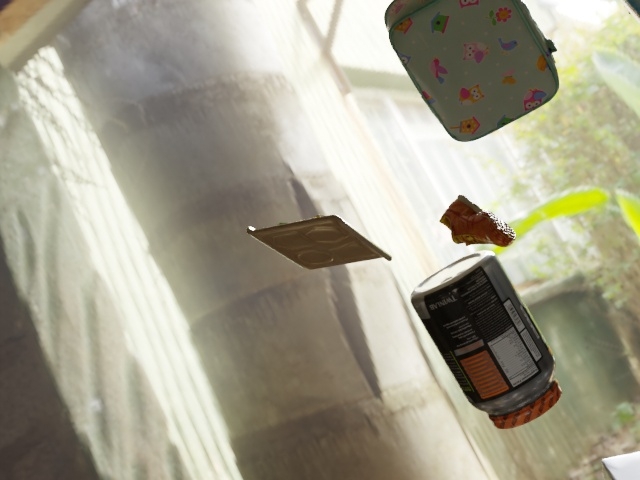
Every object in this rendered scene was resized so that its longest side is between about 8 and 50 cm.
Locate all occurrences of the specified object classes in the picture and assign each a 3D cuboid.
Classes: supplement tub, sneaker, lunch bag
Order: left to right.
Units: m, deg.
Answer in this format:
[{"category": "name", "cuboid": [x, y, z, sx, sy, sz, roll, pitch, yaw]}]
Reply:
[{"category": "lunch bag", "cuboid": [0.251, -0.306, 1.564, 0.224, 0.108, 0.279, -30, -55, 15]}, {"category": "sneaker", "cuboid": [0.227, -0.014, 1.397, 0.067, 0.064, 0.175, -54, 19, 3]}, {"category": "supplement tub", "cuboid": [0.328, 0.195, 1.889, 0.194, 0.316, 0.193, -30, 6, 3]}]

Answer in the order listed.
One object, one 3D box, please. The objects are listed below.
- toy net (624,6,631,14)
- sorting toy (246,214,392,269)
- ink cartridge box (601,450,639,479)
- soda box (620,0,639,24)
[{"category": "toy net", "cuboid": [0.578, -0.505, 1.940, 0.232, 0.122, 0.045, 7, -18, -18]}, {"category": "sorting toy", "cuboid": [0.000, 0.000, 1.752, 0.208, 0.038, 0.193, -6, -24, 32]}, {"category": "ink cartridge box", "cuboid": [0.474, 0.444, 1.282, 0.117, 0.278, 0.201, -13, 12, 3]}, {"category": "soda box", "cuboid": [0.519, -0.444, 1.639, 0.063, 0.183, 0.058, -43, 15, 13]}]
